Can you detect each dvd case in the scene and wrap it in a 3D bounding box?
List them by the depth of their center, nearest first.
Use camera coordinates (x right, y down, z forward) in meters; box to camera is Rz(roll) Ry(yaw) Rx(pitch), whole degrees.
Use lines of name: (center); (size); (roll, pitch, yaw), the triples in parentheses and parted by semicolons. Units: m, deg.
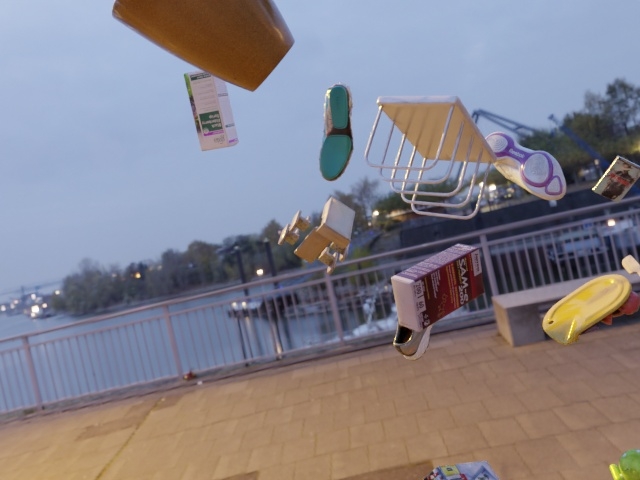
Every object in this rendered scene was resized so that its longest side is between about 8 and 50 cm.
dvd case: (0.856, -0.175, 1.682); (0.087, 0.120, 0.013); (25, 29, -4)

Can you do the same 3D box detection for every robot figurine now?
robot figurine: (0.607, 0.434, 1.110); (0.101, 0.067, 0.115); (-31, -37, 19)

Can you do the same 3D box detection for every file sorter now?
file sorter: (0.251, -0.184, 1.338); (0.192, 0.173, 0.277); (9, -15, 37)

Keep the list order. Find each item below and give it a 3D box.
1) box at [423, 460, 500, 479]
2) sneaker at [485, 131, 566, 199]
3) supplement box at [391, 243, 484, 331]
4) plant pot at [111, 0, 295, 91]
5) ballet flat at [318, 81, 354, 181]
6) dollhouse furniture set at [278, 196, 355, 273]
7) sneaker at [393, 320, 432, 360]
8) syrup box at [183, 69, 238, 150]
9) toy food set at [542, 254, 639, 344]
box: (0.309, 0.511, 1.126); (0.044, 0.159, 0.233); (-47, -38, 18)
sneaker: (0.622, -0.215, 1.754); (0.114, 0.305, 0.152); (-45, -39, 8)
supplement box: (0.290, 0.110, 1.423); (0.239, 0.130, 0.073); (-24, 21, -31)
plant pot: (-0.175, -0.384, 0.997); (0.237, 0.254, 0.237); (-44, 19, 20)
ballet flat: (0.047, -0.267, 1.453); (0.091, 0.241, 0.077); (9, 8, 12)
dollhouse furniture set: (0.000, 0.000, 1.960); (0.242, 0.212, 0.161); (-49, 16, 36)
sneaker: (0.303, 0.232, 1.818); (0.100, 0.272, 0.108); (5, -20, 47)
syrup box: (-0.330, -0.398, 1.783); (0.093, 0.237, 0.096); (-7, 13, 14)
toy food set: (0.538, 0.134, 1.117); (0.217, 0.071, 0.128); (-37, 12, 12)
